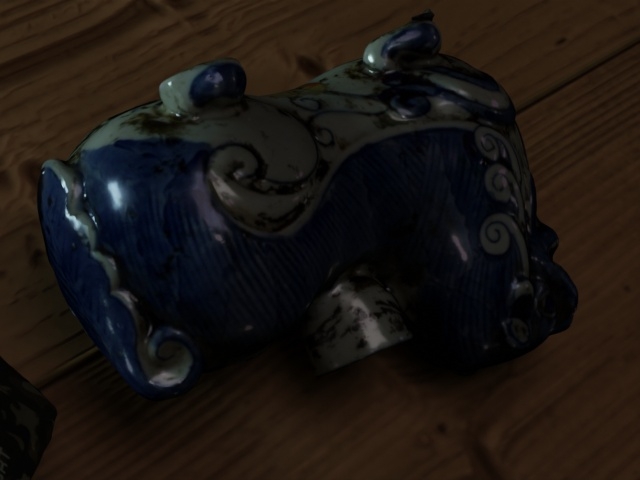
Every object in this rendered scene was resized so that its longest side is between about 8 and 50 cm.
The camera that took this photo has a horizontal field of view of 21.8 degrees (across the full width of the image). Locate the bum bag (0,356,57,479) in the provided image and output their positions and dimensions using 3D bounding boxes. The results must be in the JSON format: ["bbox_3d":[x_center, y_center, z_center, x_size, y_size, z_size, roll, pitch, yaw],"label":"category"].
[{"bbox_3d":[-0.176,0.123,0.693,0.102,0.069,0.248,8,46,-1],"label":"bum bag"}]

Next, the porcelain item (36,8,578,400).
[{"bbox_3d":[0.000,0.000,0.849,0.288,0.138,0.186,-17,80,-40],"label":"porcelain item"}]
